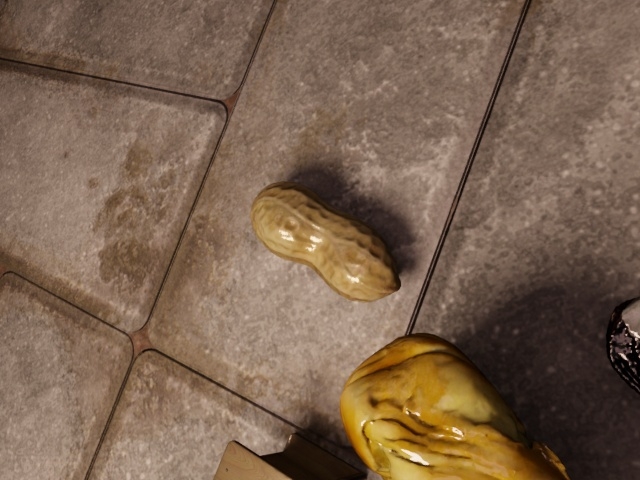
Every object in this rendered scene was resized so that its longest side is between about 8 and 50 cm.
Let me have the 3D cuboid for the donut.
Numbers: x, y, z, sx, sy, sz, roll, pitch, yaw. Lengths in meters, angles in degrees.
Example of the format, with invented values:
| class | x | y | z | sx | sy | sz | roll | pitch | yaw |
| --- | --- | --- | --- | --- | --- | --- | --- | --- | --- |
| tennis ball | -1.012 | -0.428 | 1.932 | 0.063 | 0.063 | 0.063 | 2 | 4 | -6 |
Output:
| class | x | y | z | sx | sy | sz | roll | pitch | yaw |
| --- | --- | --- | --- | --- | --- | --- | --- | --- | --- |
| donut | 0.159 | 0.262 | 0.637 | 0.170 | 0.360 | 0.360 | -36 | 61 | -2 |

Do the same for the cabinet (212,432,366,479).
| class | x | y | z | sx | sy | sz | roll | pitch | yaw |
| --- | --- | --- | --- | --- | --- | --- | --- | --- | --- |
| cabinet | -0.070 | 0.401 | 0.804 | 0.148 | 0.175 | 0.215 | 20 | 87 | 31 |

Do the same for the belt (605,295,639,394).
| class | x | y | z | sx | sy | sz | roll | pitch | yaw |
| --- | --- | --- | --- | --- | --- | --- | --- | --- | --- |
| belt | 0.457 | 0.129 | 0.601 | 0.289 | 0.164 | 0.184 | 17 | 94 | 31 |

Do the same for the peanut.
| class | x | y | z | sx | sy | sz | roll | pitch | yaw |
| --- | --- | --- | --- | --- | --- | --- | --- | --- | --- |
| peanut | 0.000 | 0.000 | 0.901 | 0.298 | 0.136 | 0.120 | 32 | 121 | 30 |
